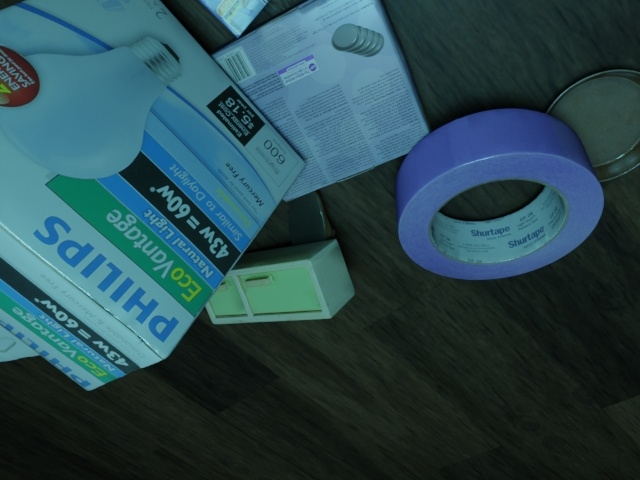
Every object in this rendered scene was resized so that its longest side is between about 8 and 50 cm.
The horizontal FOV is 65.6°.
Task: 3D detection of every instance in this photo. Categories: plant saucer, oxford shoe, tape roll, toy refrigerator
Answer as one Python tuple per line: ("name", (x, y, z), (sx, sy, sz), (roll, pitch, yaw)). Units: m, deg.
("plant saucer", (0.396, -0.162, 0.705), (0.168, 0.029, 0.169), (5, 127, 6))
("oxford shoe", (0.000, 0.000, 0.861), (0.076, 0.076, 0.213), (3, 115, 36))
("tape roll", (0.248, -0.053, 0.722), (0.274, 0.090, 0.275), (2, 141, 1))
("toy refrigerator", (-0.088, 0.077, 0.846), (0.269, 0.094, 0.102), (-9, 107, 36))

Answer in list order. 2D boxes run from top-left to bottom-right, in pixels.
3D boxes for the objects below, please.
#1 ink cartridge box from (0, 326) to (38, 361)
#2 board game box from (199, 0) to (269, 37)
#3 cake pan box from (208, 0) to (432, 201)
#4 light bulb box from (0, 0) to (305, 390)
("ink cartridge box", (-0.440, 0.030, 0.791), (0.223, 0.308, 0.129), (-13, 124, 17))
("board game box", (-0.085, -0.370, 0.594), (0.201, 0.035, 0.136), (-42, 114, 19))
("cake pan box", (-0.002, -0.203, 0.709), (0.266, 0.070, 0.246), (-20, 118, 21))
("light bulb box", (-0.267, -0.079, 0.613), (0.358, 0.361, 0.225), (46, 135, -17))
